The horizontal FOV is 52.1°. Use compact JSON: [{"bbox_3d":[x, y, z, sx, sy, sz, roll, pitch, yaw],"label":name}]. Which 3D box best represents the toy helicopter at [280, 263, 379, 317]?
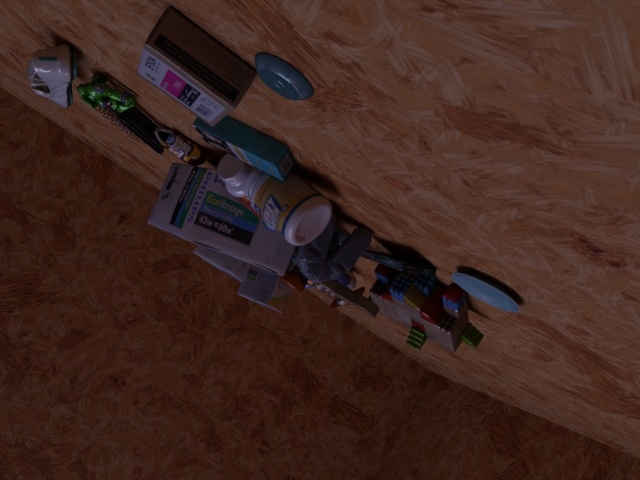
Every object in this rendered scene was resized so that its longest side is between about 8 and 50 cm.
[{"bbox_3d":[0.058,0.160,2.013,0.355,0.140,0.235,27,168,48],"label":"toy helicopter"}]

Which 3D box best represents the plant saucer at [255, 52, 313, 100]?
[{"bbox_3d":[-0.068,-0.278,1.134,0.119,0.021,0.119,30,169,6],"label":"plant saucer"}]

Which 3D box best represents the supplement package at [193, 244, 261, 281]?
[{"bbox_3d":[-0.308,0.003,2.514,0.199,0.263,0.198,28,170,22],"label":"supplement package"}]

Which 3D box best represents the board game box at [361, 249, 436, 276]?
[{"bbox_3d":[0.211,0.060,1.807,0.126,0.026,0.186,11,-176,-36],"label":"board game box"}]

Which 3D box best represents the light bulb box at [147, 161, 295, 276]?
[{"bbox_3d":[-0.296,-0.072,2.071,0.357,0.225,0.361,23,176,-33],"label":"light bulb box"}]

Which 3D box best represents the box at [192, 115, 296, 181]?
[{"bbox_3d":[-0.183,-0.233,1.579,0.244,0.060,0.100,28,169,19],"label":"box"}]

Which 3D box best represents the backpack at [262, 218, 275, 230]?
[{"bbox_3d":[-0.103,-0.073,1.764,0.084,0.114,0.105,87,163,-48],"label":"backpack"}]

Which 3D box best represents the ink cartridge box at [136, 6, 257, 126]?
[{"bbox_3d":[-0.245,-0.322,1.260,0.193,0.088,0.234,33,171,-16],"label":"ink cartridge box"}]

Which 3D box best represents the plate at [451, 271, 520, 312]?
[{"bbox_3d":[0.415,0.123,1.636,0.188,0.024,0.188,30,170,6],"label":"plate"}]

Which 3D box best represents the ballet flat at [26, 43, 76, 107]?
[{"bbox_3d":[-0.791,-0.483,1.918,0.139,0.139,0.400,35,166,-18],"label":"ballet flat"}]

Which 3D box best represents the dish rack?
[{"bbox_3d":[-0.627,-0.388,2.111,0.271,0.074,0.208,25,167,35],"label":"dish rack"}]

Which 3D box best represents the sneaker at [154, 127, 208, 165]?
[{"bbox_3d":[-0.435,-0.291,2.024,0.185,0.070,0.084,26,174,22],"label":"sneaker"}]

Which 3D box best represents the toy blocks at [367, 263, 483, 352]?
[{"bbox_3d":[0.288,0.178,1.949,0.381,0.191,0.261,26,157,30],"label":"toy blocks"}]

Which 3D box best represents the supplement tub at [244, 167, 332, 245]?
[{"bbox_3d":[-0.084,-0.097,1.640,0.199,0.144,0.144,42,176,27],"label":"supplement tub"}]

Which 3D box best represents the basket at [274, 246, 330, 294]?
[{"bbox_3d":[-0.065,0.067,2.281,0.254,0.201,0.289,22,157,38],"label":"basket"}]

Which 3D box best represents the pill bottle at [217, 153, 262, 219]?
[{"bbox_3d":[-0.185,-0.152,1.803,0.121,0.121,0.216,23,168,39],"label":"pill bottle"}]

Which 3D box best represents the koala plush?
[{"bbox_3d":[0.000,0.000,1.863,0.196,0.203,0.221,29,-173,-22],"label":"koala plush"}]

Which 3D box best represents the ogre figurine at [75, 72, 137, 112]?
[{"bbox_3d":[-0.629,-0.421,1.904,0.118,0.097,0.197,25,-171,-46],"label":"ogre figurine"}]

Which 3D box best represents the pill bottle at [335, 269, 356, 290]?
[{"bbox_3d":[0.059,0.126,2.458,0.112,0.112,0.186,23,167,40],"label":"pill bottle"}]

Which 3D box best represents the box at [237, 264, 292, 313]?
[{"bbox_3d":[-0.177,0.163,2.156,0.114,0.103,0.203,20,171,14],"label":"box"}]
